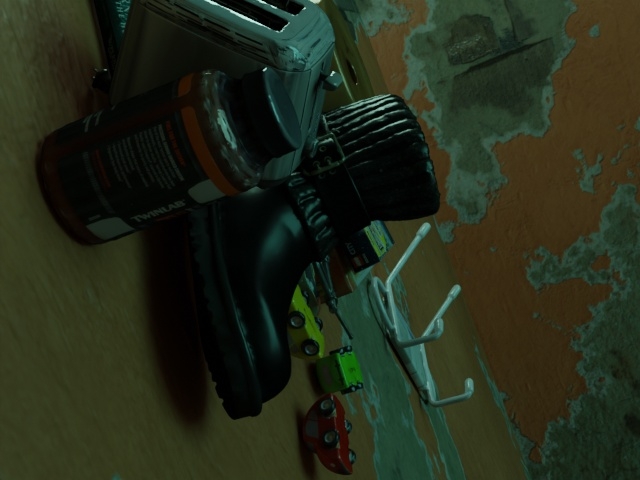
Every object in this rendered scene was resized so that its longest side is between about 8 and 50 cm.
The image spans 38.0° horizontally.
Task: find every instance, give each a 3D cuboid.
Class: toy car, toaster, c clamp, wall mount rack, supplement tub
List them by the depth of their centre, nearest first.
[{"bbox_3d":[-0.118,-0.073,0.756,0.106,0.198,0.106,-19,90,-75],"label":"supplement tub"},{"bbox_3d":[-0.094,-0.161,0.846,0.129,0.227,0.146,-55,169,-52],"label":"toaster"},{"bbox_3d":[0.005,0.176,1.195,0.225,0.053,0.239,18,55,-73],"label":"toy car"},{"bbox_3d":[0.001,0.038,1.257,0.160,0.022,0.137,-103,169,-54],"label":"c clamp"},{"bbox_3d":[0.213,0.152,1.870,0.304,0.130,0.350,-94,160,-48],"label":"wall mount rack"}]

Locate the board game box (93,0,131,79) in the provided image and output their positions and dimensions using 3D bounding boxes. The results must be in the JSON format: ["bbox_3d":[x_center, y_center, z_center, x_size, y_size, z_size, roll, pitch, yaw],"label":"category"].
[{"bbox_3d":[-0.176,-0.229,0.988,0.126,0.026,0.186,-1,69,-44],"label":"board game box"}]

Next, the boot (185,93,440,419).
[{"bbox_3d":[0.000,-0.003,0.926,0.131,0.260,0.348,95,-14,-57],"label":"boot"}]

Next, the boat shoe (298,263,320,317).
[{"bbox_3d":[-0.032,0.041,1.250,0.043,0.049,0.137,-44,116,-79],"label":"boat shoe"}]

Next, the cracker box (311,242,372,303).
[{"bbox_3d":[0.013,-0.003,1.437,0.155,0.067,0.232,67,15,-3],"label":"cracker box"}]

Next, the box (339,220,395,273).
[{"bbox_3d":[0.029,-0.076,1.376,0.233,0.044,0.159,63,14,-2],"label":"box"}]

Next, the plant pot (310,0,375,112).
[{"bbox_3d":[-0.050,-0.173,1.148,0.291,0.203,0.291,-19,90,-75],"label":"plant pot"}]
